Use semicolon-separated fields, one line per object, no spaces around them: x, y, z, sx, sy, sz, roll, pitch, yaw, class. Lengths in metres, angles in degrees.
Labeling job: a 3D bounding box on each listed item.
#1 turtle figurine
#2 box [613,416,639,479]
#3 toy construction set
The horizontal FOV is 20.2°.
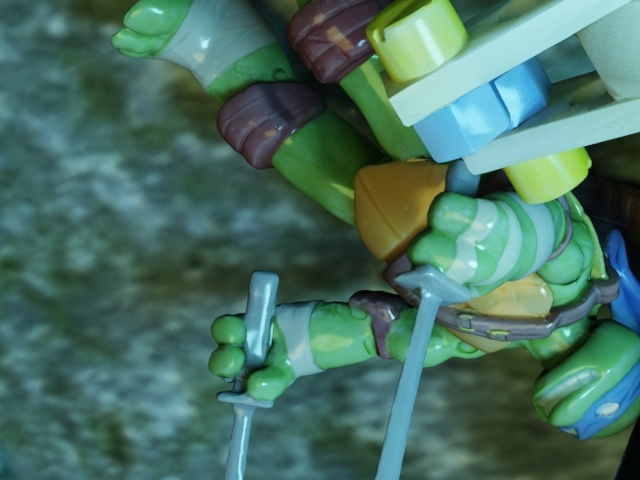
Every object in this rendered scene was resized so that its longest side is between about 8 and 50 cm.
0.000;0.000;0.728;0.275;0.198;0.266;-34;82;-4;turtle figurine
0.319;0.122;0.685;0.294;0.183;0.296;48;126;-8;box
0.191;-0.113;0.586;0.328;0.215;0.151;-5;119;26;toy construction set
